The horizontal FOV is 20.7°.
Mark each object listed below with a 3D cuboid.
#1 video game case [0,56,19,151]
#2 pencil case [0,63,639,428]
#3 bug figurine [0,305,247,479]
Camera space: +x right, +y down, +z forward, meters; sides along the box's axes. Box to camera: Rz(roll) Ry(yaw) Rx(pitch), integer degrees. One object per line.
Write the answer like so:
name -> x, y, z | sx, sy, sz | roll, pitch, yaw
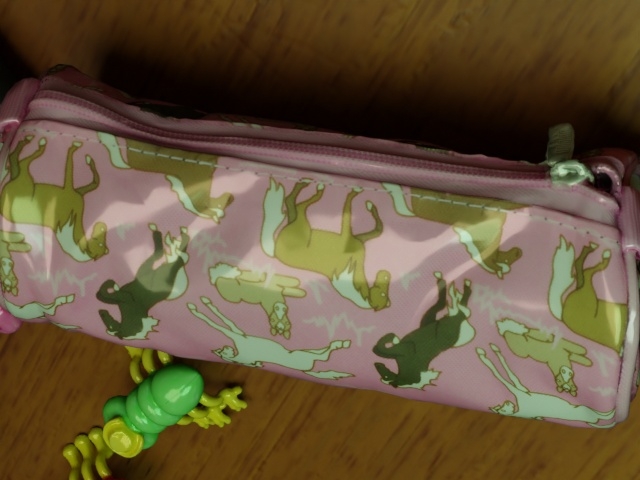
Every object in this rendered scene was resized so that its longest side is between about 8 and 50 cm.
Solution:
video game case -> -0.333, -0.109, 1.124 | 0.248, 0.035, 0.275 | -33, 98, 31
pencil case -> 0.000, 0.000, 0.997 | 0.386, 0.160, 0.167 | 8, 96, 14
bug figurine -> -0.190, 0.097, 1.179 | 0.279, 0.072, 0.216 | 45, 123, -8
